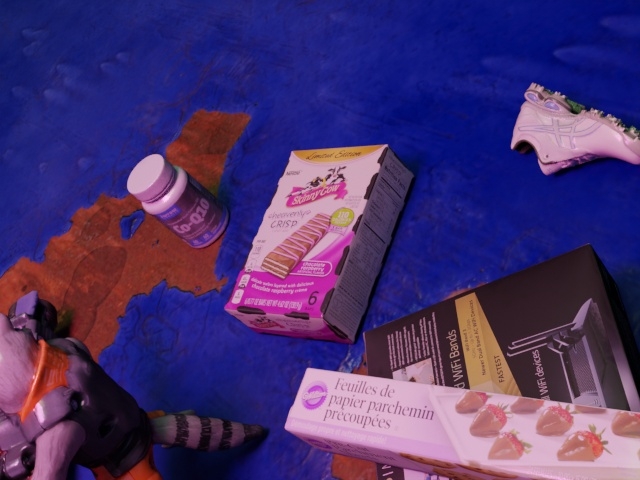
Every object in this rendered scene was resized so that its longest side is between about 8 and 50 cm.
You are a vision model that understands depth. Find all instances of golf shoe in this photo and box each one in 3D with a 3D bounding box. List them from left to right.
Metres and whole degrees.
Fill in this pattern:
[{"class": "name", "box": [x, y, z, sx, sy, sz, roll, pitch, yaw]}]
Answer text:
[{"class": "golf shoe", "box": [0.275, -0.100, 0.915, 0.176, 0.069, 0.086, 39, 107, 51]}]

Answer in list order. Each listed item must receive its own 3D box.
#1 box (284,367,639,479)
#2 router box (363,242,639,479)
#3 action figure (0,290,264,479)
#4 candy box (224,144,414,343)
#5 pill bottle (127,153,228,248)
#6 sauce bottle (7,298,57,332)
[{"class": "box", "box": [0.117, 0.159, 0.704, 0.324, 0.067, 0.063, 1, 60, 39]}, {"class": "router box", "box": [0.170, 0.182, 0.753, 0.243, 0.081, 0.309, -24, 47, 24]}, {"class": "action figure", "box": [-0.232, 0.163, 0.909, 0.178, 0.330, 0.341, -36, 43, 15]}, {"class": "candy box", "box": [0.000, 0.000, 1.042, 0.159, 0.071, 0.233, 0, 59, 40]}, {"class": "pill bottle", "box": [-0.197, -0.055, 1.196, 0.078, 0.137, 0.078, -22, 48, 26]}, {"class": "sauce bottle", "box": [-0.400, 0.229, 1.167, 0.111, 0.111, 0.344, -31, 43, 17]}]
